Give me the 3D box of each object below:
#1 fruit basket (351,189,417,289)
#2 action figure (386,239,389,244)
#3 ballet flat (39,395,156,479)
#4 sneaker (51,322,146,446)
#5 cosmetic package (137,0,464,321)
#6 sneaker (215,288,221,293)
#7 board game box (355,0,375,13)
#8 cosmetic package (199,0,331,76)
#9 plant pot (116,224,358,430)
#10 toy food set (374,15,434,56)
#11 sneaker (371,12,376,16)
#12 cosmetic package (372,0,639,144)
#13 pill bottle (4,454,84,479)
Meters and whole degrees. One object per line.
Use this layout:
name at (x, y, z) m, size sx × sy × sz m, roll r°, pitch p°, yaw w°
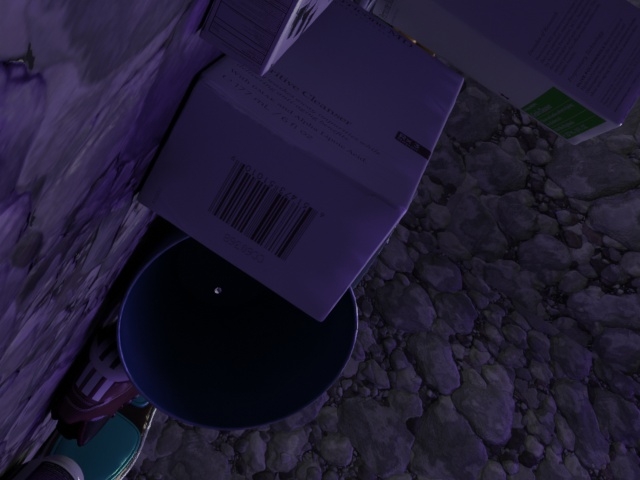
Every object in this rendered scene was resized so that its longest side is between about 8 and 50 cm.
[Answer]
fruit basket at (0.000, 0.000, 1.329) m, size 0.327 × 0.165 × 0.353 m, roll -58°, pitch -147°, yaw 11°
action figure at (0.102, -0.169, 1.613) m, size 0.341 × 0.179 × 0.330 m, roll -17°, pitch -136°, yaw 63°
ballet flat at (-0.358, 0.303, 1.493) m, size 0.139 × 0.139 × 0.400 m, roll -54°, pitch -174°, yaw 46°
sneaker at (-0.299, 0.202, 1.226) m, size 0.162 × 0.106 × 0.281 m, roll -51°, pitch 172°, yaw -1°
cosmetic package at (0.002, -0.115, 0.916) m, size 0.156 × 0.217 × 0.385 m, roll -55°, pitch -176°, yaw 33°
sneaker at (-0.175, -0.003, 1.508) m, size 0.106 × 0.078 × 0.234 m, roll 98°, pitch 8°, yaw -49°
board game box at (0.147, -0.501, 1.301) m, size 0.390 × 0.050 × 0.390 m, roll -58°, pitch -177°, yaw -38°
cosmetic package at (-0.002, -0.228, 0.684) m, size 0.099 × 0.060 × 0.239 m, roll -53°, pitch -177°, yaw 43°
plant pot at (-0.114, 0.070, 1.137) m, size 0.290 × 0.290 × 0.195 m, roll -56°, pitch -157°, yaw 16°
toy food set at (0.086, -0.294, 1.429) m, size 0.218 × 0.128 × 0.071 m, roll -33°, pitch 180°, yaw 7°
sneaker at (0.088, -0.433, 1.611) m, size 0.078 × 0.067 × 0.188 m, roll -29°, pitch 164°, yaw -43°
cosmetic package at (0.270, -0.304, 1.216) m, size 0.155 × 0.366 × 0.197 m, roll -58°, pitch 180°, yaw -2°
pill bottle at (-0.385, 0.358, 1.176) m, size 0.108 × 0.108 × 0.193 m, roll -56°, pitch -178°, yaw 6°
